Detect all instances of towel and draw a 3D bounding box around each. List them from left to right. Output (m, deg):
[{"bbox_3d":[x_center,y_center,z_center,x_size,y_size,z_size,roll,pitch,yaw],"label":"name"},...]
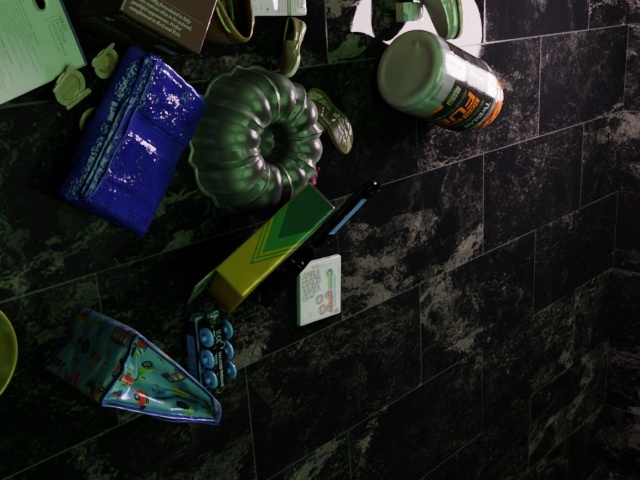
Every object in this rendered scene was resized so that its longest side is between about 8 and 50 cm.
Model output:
[{"bbox_3d":[-0.334,-0.176,1.373,0.228,0.076,0.308,35,78,-57],"label":"towel"}]

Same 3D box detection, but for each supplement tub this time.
[{"bbox_3d":[0.323,-0.405,1.926,0.338,0.207,0.207,9,93,-46],"label":"supplement tub"}]

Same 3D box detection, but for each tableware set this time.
[{"bbox_3d":[-0.400,-0.263,1.318,0.141,0.020,0.168,-52,153,-25],"label":"tableware set"}]

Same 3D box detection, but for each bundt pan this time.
[{"bbox_3d":[-0.119,-0.209,1.584,0.331,0.124,0.330,-14,111,-43],"label":"bundt pan"}]

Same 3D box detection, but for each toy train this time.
[{"bbox_3d":[-0.241,0.235,1.580,0.080,0.105,0.184,-21,115,-45],"label":"toy train"}]

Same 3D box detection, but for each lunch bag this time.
[{"bbox_3d":[-0.330,0.258,1.410,0.293,0.221,0.138,37,74,-44],"label":"lunch bag"}]

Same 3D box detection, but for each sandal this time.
[{"bbox_3d":[0.017,-0.286,1.763,0.180,0.049,0.072,49,58,-25],"label":"sandal"}]

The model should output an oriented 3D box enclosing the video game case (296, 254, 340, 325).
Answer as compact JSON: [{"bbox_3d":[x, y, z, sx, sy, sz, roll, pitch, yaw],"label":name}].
[{"bbox_3d":[-0.004,0.124,1.859,0.143,0.019,0.157,-14,110,-43],"label":"video game case"}]

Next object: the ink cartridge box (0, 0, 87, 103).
[{"bbox_3d":[-0.551,-0.358,1.137,0.307,0.072,0.303,-44,128,-43],"label":"ink cartridge box"}]

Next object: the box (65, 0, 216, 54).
[{"bbox_3d":[-0.305,-0.432,1.277,0.169,0.203,0.166,22,85,-46],"label":"box"}]

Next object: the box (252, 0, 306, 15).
[{"bbox_3d":[-0.111,-0.552,1.567,0.186,0.038,0.145,-18,112,-43],"label":"box"}]

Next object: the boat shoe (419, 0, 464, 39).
[{"bbox_3d":[0.273,-0.650,1.875,0.103,0.113,0.302,-21,95,-22],"label":"boat shoe"}]

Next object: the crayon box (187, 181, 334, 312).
[{"bbox_3d":[-0.128,0.036,1.548,0.323,0.203,0.083,-43,89,-20],"label":"crayon box"}]

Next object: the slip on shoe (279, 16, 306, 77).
[{"bbox_3d":[-0.068,-0.429,1.631,0.041,0.052,0.135,24,80,-52],"label":"slip on shoe"}]

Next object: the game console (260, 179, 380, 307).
[{"bbox_3d":[0.000,0.000,1.636,0.044,0.213,0.361,43,99,-1],"label":"game console"}]

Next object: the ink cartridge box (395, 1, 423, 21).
[{"bbox_3d":[0.232,-0.593,1.914,0.083,0.028,0.048,-19,113,-42],"label":"ink cartridge box"}]

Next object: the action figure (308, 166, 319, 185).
[{"bbox_3d":[-0.022,-0.167,1.763,0.038,0.030,0.115,-24,118,-46],"label":"action figure"}]

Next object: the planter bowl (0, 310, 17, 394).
[{"bbox_3d":[-0.616,0.186,1.194,0.217,0.090,0.217,-13,108,-43],"label":"planter bowl"}]

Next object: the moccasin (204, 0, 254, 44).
[{"bbox_3d":[-0.200,-0.564,1.392,0.139,0.147,0.379,-21,115,-41],"label":"moccasin"}]
